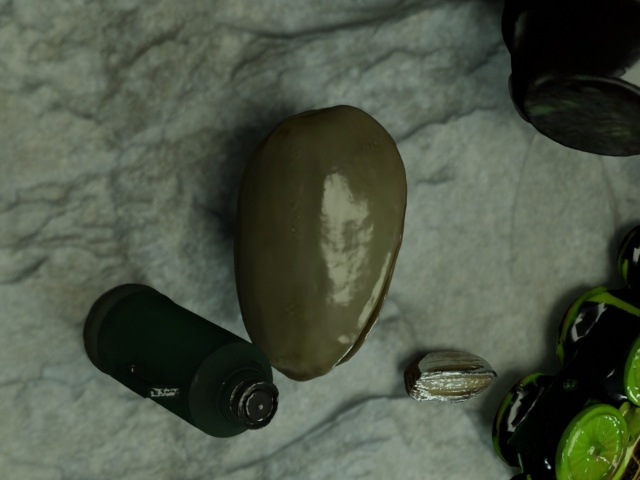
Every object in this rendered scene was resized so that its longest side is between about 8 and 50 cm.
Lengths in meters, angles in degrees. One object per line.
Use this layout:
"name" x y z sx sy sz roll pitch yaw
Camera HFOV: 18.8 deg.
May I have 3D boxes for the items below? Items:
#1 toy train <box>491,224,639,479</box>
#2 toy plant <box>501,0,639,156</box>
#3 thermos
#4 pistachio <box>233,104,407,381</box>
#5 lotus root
"toy train" 0.270 0.115 1.658 0.296 0.100 0.160 -50 131 -12
"toy plant" 0.242 -0.188 1.525 0.218 0.175 0.235 31 59 -29
"thermos" -0.095 0.085 1.357 0.083 0.188 0.073 36 82 -36
"pistachio" 0.000 0.000 1.429 0.129 0.131 0.206 -16 112 -57
"lotus root" 0.103 0.111 1.589 0.083 0.030 0.037 2 131 -31
